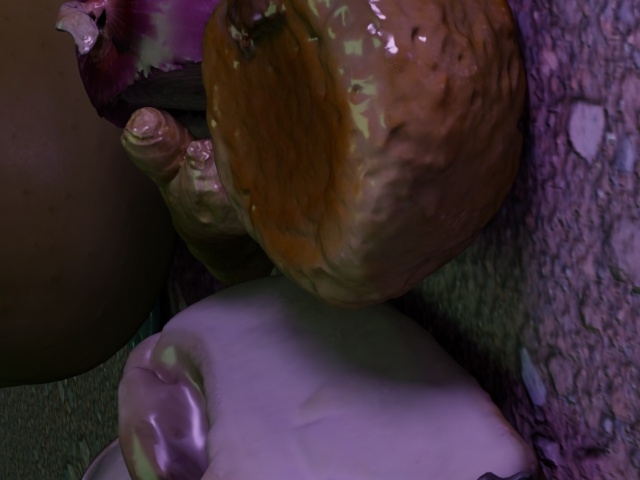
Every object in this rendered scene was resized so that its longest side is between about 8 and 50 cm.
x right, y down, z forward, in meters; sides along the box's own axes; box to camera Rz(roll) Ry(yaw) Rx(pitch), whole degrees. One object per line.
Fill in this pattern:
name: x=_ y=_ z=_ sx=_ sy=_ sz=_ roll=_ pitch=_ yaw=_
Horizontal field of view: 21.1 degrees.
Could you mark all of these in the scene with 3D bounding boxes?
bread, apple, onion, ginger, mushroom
bread: x=0.027 y=-0.083 z=1.001 sx=0.244 sy=0.134 sz=0.244 roll=169 pitch=90 yaw=-67
apple: x=-0.340 y=-0.070 z=1.532 sx=0.473 sy=0.474 sz=0.473 roll=166 pitch=90 yaw=-69
onion: x=-0.085 y=-0.171 z=1.188 sx=0.207 sy=0.201 sz=0.200 roll=90 pitch=161 yaw=-73
ginger: x=-0.072 y=-0.018 z=1.255 sx=0.118 sy=0.065 sz=0.299 roll=35 pitch=169 yaw=12
mushroom: x=0.012 y=0.203 z=1.154 sx=0.397 sy=0.224 sz=0.313 roll=50 pitch=164 yaw=58

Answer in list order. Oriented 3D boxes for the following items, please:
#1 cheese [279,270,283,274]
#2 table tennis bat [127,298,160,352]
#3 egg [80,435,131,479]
cheese: x=0.000 y=0.000 z=1.239 sx=0.194 sy=0.043 sz=0.065 roll=101 pitch=150 yaw=-46
table tennis bat: x=-0.184 y=0.083 z=1.776 sx=0.153 sy=0.040 sz=0.244 roll=145 pitch=114 yaw=-67
egg: x=-0.118 y=0.252 z=1.480 sx=0.244 sy=0.201 sz=0.201 roll=122 pitch=132 yaw=-75
